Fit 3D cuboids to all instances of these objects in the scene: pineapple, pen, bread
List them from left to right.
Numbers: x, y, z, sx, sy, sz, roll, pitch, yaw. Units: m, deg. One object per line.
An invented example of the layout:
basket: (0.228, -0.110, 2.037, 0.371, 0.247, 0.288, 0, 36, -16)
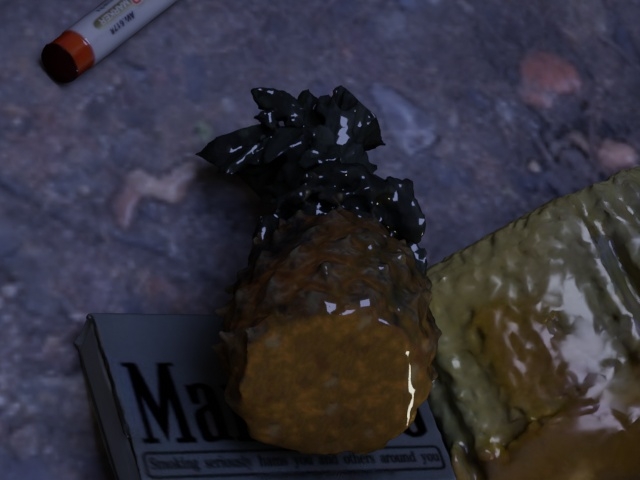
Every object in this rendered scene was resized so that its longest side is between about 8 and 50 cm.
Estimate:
pen: (-0.072, -0.162, 1.099, 0.028, 0.028, 0.239, 48, 55, -2)
pineapple: (0.000, 0.000, 0.990, 0.119, 0.111, 0.237, 53, 19, -31)
bread: (0.176, 0.044, 1.076, 0.251, 0.133, 0.174, -18, 76, -33)

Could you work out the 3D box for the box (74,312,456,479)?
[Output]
box: (-0.029, 0.089, 0.985, 0.177, 0.036, 0.115, 3, 46, -28)
